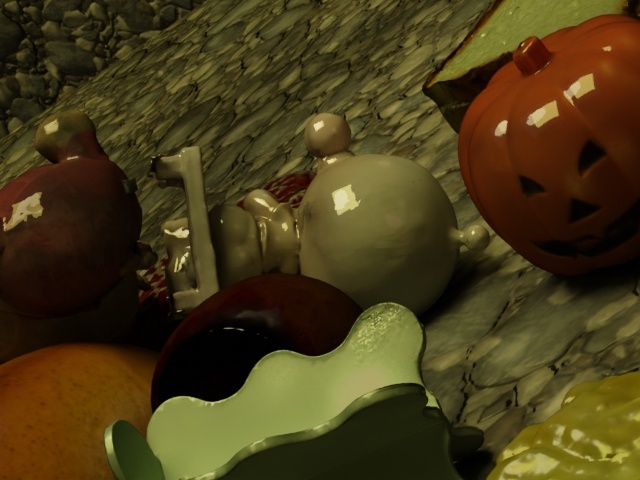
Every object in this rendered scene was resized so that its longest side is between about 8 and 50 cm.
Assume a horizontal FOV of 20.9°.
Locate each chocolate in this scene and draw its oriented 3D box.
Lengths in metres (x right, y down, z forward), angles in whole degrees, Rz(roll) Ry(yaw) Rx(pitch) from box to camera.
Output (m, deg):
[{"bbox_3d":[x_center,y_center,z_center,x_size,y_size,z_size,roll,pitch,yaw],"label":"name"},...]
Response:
[{"bbox_3d":[-0.029,0.101,1.227,0.176,0.177,0.177,-33,18,12],"label":"chocolate"}]

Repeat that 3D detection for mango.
[{"bbox_3d":[-0.179,0.180,1.266,0.201,0.199,0.350,9,27,25],"label":"mango"}]

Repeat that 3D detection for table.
[{"bbox_3d":[-0.006,0.142,1.063,0.198,0.166,0.166,-25,20,13],"label":"table"}]

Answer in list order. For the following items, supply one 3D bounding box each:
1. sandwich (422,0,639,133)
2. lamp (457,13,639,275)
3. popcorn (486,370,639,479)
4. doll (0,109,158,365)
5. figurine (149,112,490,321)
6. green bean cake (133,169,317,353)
[{"bbox_3d":[0.250,-0.209,1.548,0.301,0.099,0.271,-51,17,-30],"label":"sandwich"},{"bbox_3d":[0.185,-0.074,1.213,0.187,0.164,0.188,-32,20,13],"label":"lamp"},{"bbox_3d":[0.135,0.163,0.666,0.225,0.174,0.286,-19,25,16],"label":"popcorn"},{"bbox_3d":[-0.224,0.029,1.382,0.196,0.152,0.256,-12,-31,-15],"label":"doll"},{"bbox_3d":[-0.001,-0.007,1.356,0.256,0.144,0.182,-6,63,-1],"label":"figurine"},{"bbox_3d":[-0.069,0.037,1.533,0.232,0.097,0.198,-35,18,6],"label":"green bean cake"}]
